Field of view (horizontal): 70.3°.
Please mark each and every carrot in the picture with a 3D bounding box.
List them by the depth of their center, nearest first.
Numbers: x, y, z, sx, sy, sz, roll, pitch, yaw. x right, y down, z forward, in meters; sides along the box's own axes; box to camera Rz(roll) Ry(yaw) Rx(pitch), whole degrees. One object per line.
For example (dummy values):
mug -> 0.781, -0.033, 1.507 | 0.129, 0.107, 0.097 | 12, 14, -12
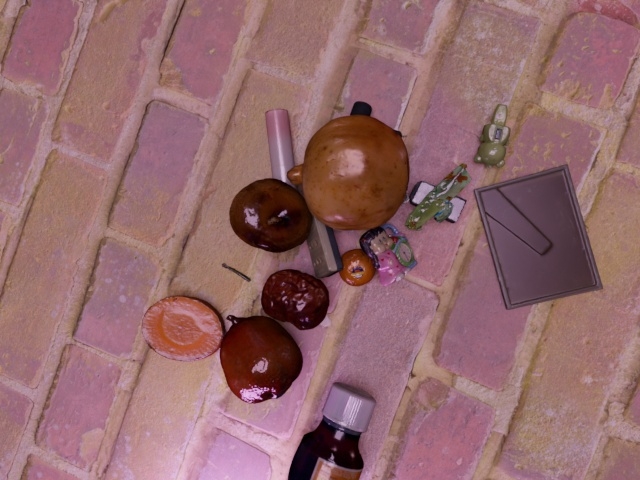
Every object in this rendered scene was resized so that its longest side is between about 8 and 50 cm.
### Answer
carrot -> -0.507, 0.332, 1.704 | 0.308, 0.100, 0.258 | 9, 94, 5

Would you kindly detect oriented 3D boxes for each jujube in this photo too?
jujube -> -0.082, 0.202, 1.584 | 0.232, 0.213, 0.212 | 19, 92, 31

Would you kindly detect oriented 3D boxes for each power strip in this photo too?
power strip -> 0.000, 0.000, 1.612 | 0.070, 0.105, 0.256 | -4, 72, -33

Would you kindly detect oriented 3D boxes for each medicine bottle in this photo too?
medicine bottle -> 0.049, 0.700, 1.558 | 0.243, 0.242, 0.394 | 21, 88, 7

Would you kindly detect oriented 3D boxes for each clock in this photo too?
clock -> 0.232, 0.036, 1.572 | 0.100, 0.194, 0.195 | -28, 95, 47

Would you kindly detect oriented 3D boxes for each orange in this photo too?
orange -> 0.130, 0.094, 1.615 | 0.136, 0.117, 0.135 | 2, 107, 6

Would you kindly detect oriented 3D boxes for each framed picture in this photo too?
framed picture -> 0.750, -0.009, 1.579 | 0.327, 0.028, 0.445 | -14, 88, 7

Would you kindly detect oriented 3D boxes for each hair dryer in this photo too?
hair dryer -> 0.204, -0.408, 1.622 | 0.219, 0.071, 0.124 | 20, 85, 8

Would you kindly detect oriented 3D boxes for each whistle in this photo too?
whistle -> 0.602, -0.357, 1.572 | 0.105, 0.085, 0.227 | 11, 92, 7

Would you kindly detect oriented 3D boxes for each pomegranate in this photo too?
pomegranate -> 0.086, -0.217, 1.500 | 0.411, 0.410, 0.409 | 0, 90, 7

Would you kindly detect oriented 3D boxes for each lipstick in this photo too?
lipstick -> -0.142, -0.309, 1.665 | 0.087, 0.087, 0.326 | -8, 88, 7

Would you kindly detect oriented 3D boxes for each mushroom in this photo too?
mushroom -> -0.184, -0.088, 1.568 | 0.255, 0.267, 0.267 | 17, 92, 48

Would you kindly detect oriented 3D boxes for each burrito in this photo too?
burrito -> 0.406, -0.129, 1.525 | 0.288, 0.054, 0.104 | -44, 86, 3

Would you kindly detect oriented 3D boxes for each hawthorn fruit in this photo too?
hawthorn fruit -> -0.209, 0.408, 1.582 | 0.295, 0.295, 0.311 | -48, 50, 5

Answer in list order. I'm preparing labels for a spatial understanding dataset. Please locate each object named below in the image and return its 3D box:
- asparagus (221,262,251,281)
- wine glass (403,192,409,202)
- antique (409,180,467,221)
asparagus -> -0.319, 0.120, 1.721 | 0.127, 0.015, 0.018 | 30, 92, 7
wine glass -> 0.293, -0.146, 1.611 | 0.042, 0.083, 0.038 | 33, 89, 8
antique -> 0.404, -0.137, 1.594 | 0.183, 0.088, 0.085 | 26, 92, 7
